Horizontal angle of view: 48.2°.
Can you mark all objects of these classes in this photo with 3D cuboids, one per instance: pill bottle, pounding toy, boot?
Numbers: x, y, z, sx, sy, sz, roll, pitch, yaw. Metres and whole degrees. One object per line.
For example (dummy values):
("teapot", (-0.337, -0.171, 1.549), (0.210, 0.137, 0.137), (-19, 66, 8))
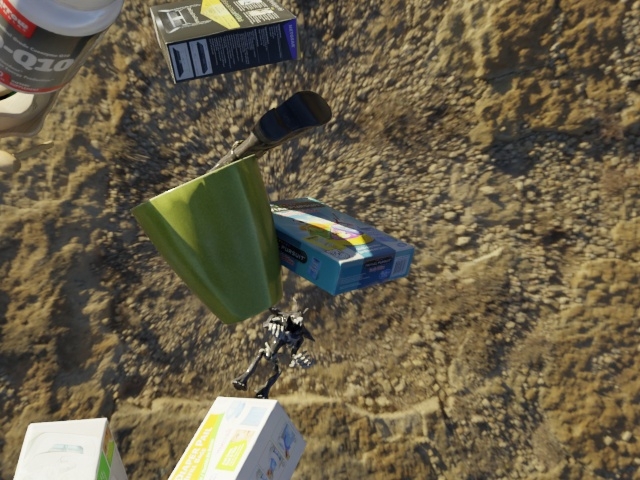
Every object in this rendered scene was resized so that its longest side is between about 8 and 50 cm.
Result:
("pill bottle", (-0.355, -0.318, 0.940), (0.161, 0.283, 0.161), (11, 71, -33))
("pounding toy", (-0.587, -0.251, 1.349), (0.154, 0.155, 0.269), (16, 63, 2))
("boot", (-0.119, -0.241, 1.663), (0.263, 0.229, 0.091), (-29, 89, -41))

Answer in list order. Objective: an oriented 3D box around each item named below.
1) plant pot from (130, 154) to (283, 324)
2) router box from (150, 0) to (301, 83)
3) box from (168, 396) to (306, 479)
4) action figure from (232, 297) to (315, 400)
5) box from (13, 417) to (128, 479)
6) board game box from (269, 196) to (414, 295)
("plant pot", (-0.199, 0.013, 1.466), (0.275, 0.275, 0.293), (-24, 97, -2))
("router box", (-0.196, -0.415, 1.412), (0.243, 0.309, 0.081), (-14, 123, -10))
("box", (-0.122, 0.325, 0.971), (0.114, 0.203, 0.103), (-6, 127, 33))
("action figure", (-0.094, 0.264, 1.755), (0.164, 0.141, 0.275), (40, 66, -21))
("box", (-0.371, 0.442, 1.072), (0.127, 0.231, 0.262), (-5, 128, -4))
("board game box", (0.000, 0.000, 1.607), (0.336, 0.254, 0.079), (28, 115, 36))
